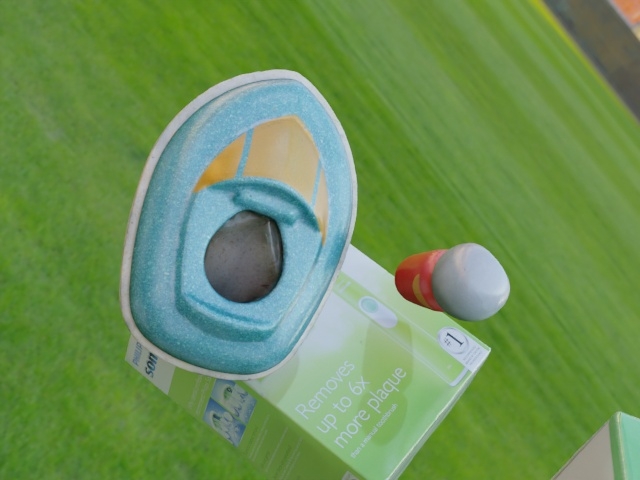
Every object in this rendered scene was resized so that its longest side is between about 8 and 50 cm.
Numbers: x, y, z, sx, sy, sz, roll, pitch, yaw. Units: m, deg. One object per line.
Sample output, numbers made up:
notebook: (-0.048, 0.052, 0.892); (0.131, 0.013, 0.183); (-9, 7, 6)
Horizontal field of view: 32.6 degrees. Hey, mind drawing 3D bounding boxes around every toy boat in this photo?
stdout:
toy boat: (0.000, 0.000, 0.927); (0.318, 0.267, 0.148); (16, -5, -19)

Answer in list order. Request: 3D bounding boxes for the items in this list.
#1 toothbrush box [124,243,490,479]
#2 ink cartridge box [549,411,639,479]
toothbrush box: (-0.014, 0.112, 1.068); (0.283, 0.122, 0.206); (37, 51, 14)
ink cartridge box: (0.247, 0.237, 0.531); (0.289, 0.121, 0.211); (21, 39, -9)
